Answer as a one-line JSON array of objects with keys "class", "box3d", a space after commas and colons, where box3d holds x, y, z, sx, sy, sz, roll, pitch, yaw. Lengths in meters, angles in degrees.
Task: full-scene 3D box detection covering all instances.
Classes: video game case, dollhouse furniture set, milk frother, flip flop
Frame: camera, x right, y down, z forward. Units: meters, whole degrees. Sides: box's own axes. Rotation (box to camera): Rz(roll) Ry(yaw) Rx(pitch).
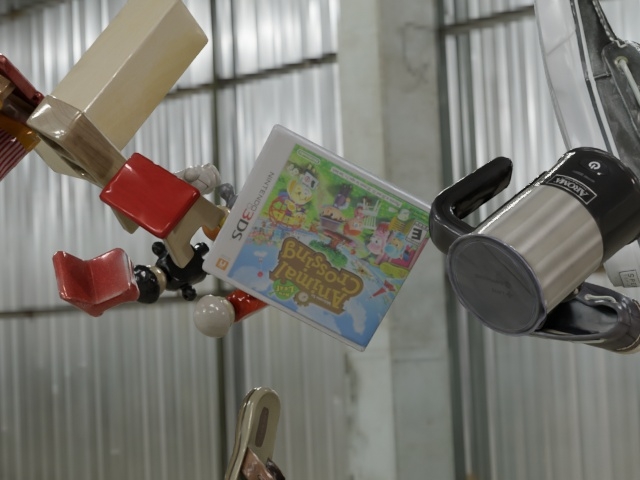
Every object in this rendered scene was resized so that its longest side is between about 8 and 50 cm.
[{"class": "video game case", "box3d": [0.000, 0.000, 1.515, 0.212, 0.193, 0.023, 28, 20, -3]}, {"class": "dollhouse furniture set", "box3d": [-0.317, -0.061, 1.441, 0.374, 0.201, 0.152, 31, -12, 31]}, {"class": "milk frother", "box3d": [0.155, 0.020, 0.986, 0.129, 0.143, 0.134, 17, 42, 43]}, {"class": "flip flop", "box3d": [-0.087, 0.360, 2.042, 0.080, 0.277, 0.112, 0, -22, 25]}]

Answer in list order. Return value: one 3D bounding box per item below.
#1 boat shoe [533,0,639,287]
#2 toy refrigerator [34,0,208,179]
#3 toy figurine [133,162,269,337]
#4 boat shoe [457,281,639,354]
[{"class": "boat shoe", "box3d": [0.279, -0.122, 1.233, 0.119, 0.335, 0.121, -16, -16, 9]}, {"class": "toy refrigerator", "box3d": [-0.278, -0.210, 1.837, 0.102, 0.269, 0.094, 14, -30, 43]}, {"class": "toy figurine", "box3d": [-0.162, 0.009, 1.841, 0.213, 0.210, 0.148, 25, 33, 35]}, {"class": "boat shoe", "box3d": [0.212, 0.058, 1.280, 0.206, 0.075, 0.065, 15, -3, 36]}]
